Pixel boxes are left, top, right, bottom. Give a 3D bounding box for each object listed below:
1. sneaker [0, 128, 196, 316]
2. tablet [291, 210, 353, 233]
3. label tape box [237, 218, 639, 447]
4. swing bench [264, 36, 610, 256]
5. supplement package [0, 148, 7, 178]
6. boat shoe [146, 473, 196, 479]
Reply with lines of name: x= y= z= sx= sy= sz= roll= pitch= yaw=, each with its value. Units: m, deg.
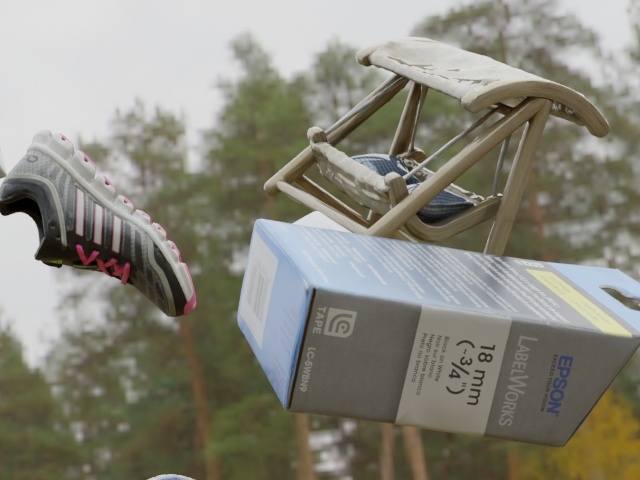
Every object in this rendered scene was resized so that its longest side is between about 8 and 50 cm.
sneaker: x=-0.163 y=0.002 z=1.224 sx=0.075 sy=0.170 sz=0.063 roll=-44 pitch=-5 yaw=-22
tablet: x=0.000 y=0.000 z=1.609 sx=0.054 sy=0.083 sz=0.006 roll=-31 pitch=-52 yaw=-23
label tape box: x=0.119 y=0.076 z=1.399 sx=0.333 sy=0.106 sz=0.240 roll=9 pitch=11 yaw=-13
swing bench: x=0.113 y=-0.088 z=1.766 sx=0.165 sy=0.255 sz=0.253 roll=35 pitch=-2 yaw=-29
supplement package: x=-0.467 y=-0.141 z=1.828 sx=0.203 sy=0.194 sz=0.149 roll=-22 pitch=-34 yaw=2
boat shoe: x=-0.099 y=0.235 z=1.426 sx=0.066 sy=0.066 sz=0.183 roll=31 pitch=17 yaw=34
